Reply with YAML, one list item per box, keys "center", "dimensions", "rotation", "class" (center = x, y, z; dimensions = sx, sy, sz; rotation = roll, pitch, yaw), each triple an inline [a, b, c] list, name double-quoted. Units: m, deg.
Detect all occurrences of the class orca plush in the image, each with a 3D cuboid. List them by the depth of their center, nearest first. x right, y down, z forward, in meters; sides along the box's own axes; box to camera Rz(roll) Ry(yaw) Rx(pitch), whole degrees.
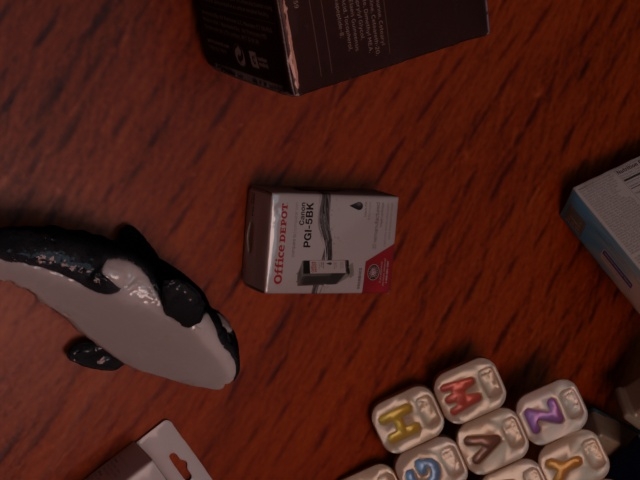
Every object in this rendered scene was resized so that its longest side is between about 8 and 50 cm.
- center: [-0.194, 0.034, 1.033]
  dimensions: [0.287, 0.102, 0.151]
  rotation: [19, 135, -16]
  class: "orca plush"

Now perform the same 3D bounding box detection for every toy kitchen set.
- center: [0.376, 0.150, 1.310]
  dimensions: [0.122, 0.166, 0.207]
  rotation: [29, 123, -25]
  class: "toy kitchen set"

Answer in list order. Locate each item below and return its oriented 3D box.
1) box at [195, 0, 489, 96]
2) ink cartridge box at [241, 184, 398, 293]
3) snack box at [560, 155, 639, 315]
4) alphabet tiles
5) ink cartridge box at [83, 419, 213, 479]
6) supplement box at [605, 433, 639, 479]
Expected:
- center: [0.010, -0.241, 0.998]
  dimensions: [0.203, 0.168, 0.167]
  rotation: [-21, 116, -24]
  class: "box"
- center: [0.000, 0.000, 1.112]
  dimensions: [0.135, 0.056, 0.099]
  rotation: [0, 99, -25]
  class: "ink cartridge box"
- center: [0.444, -0.035, 1.249]
  dimensions: [0.322, 0.060, 0.187]
  rotation: [-24, 63, -19]
  class: "snack box"
- center: [0.167, 0.271, 1.186]
  dimensions: [0.278, 0.021, 0.284]
  rotation: [-24, 89, -2]
  class: "alphabet tiles"
- center: [-0.179, 0.263, 1.071]
  dimensions: [0.180, 0.060, 0.104]
  rotation: [-38, 111, -15]
  class: "ink cartridge box"
- center: [0.457, 0.383, 1.275]
  dimensions: [0.357, 0.195, 0.194]
  rotation: [20, 118, -26]
  class: "supplement box"
